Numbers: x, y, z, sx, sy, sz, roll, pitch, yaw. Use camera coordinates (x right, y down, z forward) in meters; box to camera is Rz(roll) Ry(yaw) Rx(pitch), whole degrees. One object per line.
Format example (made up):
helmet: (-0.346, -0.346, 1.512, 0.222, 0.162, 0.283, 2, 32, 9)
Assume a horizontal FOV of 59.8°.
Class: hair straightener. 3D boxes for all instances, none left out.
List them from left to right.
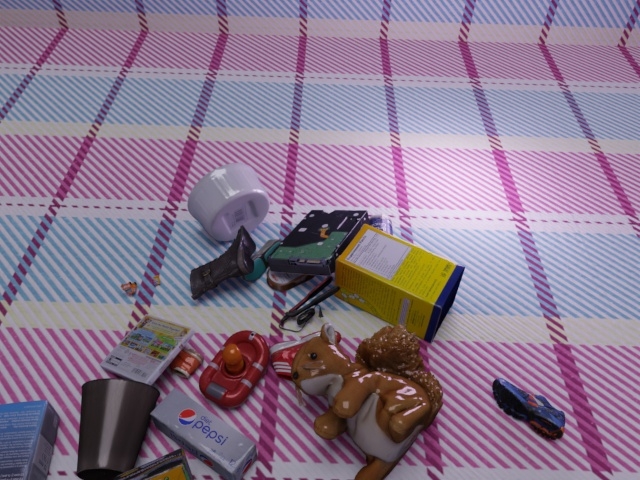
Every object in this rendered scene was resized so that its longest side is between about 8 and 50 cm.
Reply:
hair straightener: (-0.031, 0.213, 1.754, 0.230, 0.047, 0.089, -36, 65, -8)

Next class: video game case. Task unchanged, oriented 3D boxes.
video game case: (-0.507, 0.317, 1.630, 0.227, 0.026, 0.206, 7, 46, 38)

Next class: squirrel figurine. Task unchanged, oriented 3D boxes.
squirrel figurine: (0.120, 0.388, 1.499, 0.371, 0.280, 0.397, 36, 39, 27)

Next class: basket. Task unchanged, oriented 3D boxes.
basket: (-0.540, 0.495, 1.442, 0.205, 0.154, 0.226, 9, 49, -13)

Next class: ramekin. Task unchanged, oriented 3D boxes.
ramekin: (-0.312, -0.126, 1.962, 0.277, 0.277, 0.135, -26, 61, -24)

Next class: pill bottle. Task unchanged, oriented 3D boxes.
pill bottle: (0.211, -0.006, 1.977, 0.094, 0.094, 0.169, 2, 46, 0)

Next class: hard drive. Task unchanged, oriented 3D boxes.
hard drive: (0.000, 0.000, 1.908, 0.237, 0.064, 0.339, 1, 31, 29)

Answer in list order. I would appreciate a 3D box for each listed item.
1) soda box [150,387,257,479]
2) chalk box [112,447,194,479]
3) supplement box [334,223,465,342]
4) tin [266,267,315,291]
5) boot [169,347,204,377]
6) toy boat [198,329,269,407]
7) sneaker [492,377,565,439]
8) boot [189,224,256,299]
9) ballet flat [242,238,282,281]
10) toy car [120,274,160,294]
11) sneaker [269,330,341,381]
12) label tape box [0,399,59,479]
soda box: (-0.307, 0.514, 1.468, 0.287, 0.091, 0.098, 26, 51, 21)
chalk box: (-0.372, 0.609, 1.284, 0.180, 0.289, 0.179, -19, 83, -16)
supplement box: (0.244, 0.132, 1.778, 0.357, 0.195, 0.194, 25, 51, 20)
tin: (-0.096, 0.105, 1.905, 0.190, 0.040, 0.106, -26, 48, -24)
boot: (-0.435, 0.348, 1.648, 0.158, 0.059, 0.084, 21, 54, 16)
toy boat: (-0.244, 0.348, 1.587, 0.151, 0.151, 0.231, 21, 50, 17)
sneaker: (0.585, 0.464, 1.566, 0.221, 0.083, 0.087, 36, 42, 22)
boot: (-0.337, 0.068, 1.864, 0.229, 0.091, 0.262, -24, 32, 12)
ballet flat: (-0.210, 0.069, 1.925, 0.068, 0.072, 0.213, 5, 38, 43)
toy car: (-0.591, 0.148, 1.836, 0.122, 0.060, 0.040, -17, 81, -8)
sneaker: (-0.034, 0.353, 1.652, 0.222, 0.087, 0.128, -16, 57, -1)
label tape box: (-0.822, 0.585, 1.373, 0.250, 0.115, 0.347, -4, 49, -5)
